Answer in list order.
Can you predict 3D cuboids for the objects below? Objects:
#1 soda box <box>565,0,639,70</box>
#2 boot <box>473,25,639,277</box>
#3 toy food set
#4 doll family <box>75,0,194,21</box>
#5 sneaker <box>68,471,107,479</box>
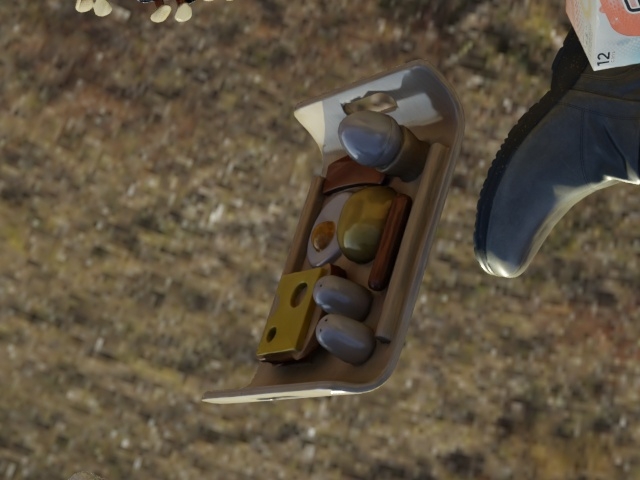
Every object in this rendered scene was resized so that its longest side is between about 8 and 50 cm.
[{"bbox_3d":[0.171,-0.184,0.952,0.058,0.063,0.183,-10,133,-4],"label":"soda box"},{"bbox_3d":[0.233,-0.060,1.361,0.161,0.246,0.083,29,-178,32],"label":"boot"},{"bbox_3d":[0.000,0.000,1.534,0.092,0.306,0.220,29,158,-27],"label":"toy food set"},{"bbox_3d":[-0.162,-0.269,1.642,0.193,0.111,0.076,5,136,-33],"label":"doll family"},{"bbox_3d":[-0.152,0.297,1.396,0.095,0.090,0.235,-33,82,8],"label":"sneaker"}]
